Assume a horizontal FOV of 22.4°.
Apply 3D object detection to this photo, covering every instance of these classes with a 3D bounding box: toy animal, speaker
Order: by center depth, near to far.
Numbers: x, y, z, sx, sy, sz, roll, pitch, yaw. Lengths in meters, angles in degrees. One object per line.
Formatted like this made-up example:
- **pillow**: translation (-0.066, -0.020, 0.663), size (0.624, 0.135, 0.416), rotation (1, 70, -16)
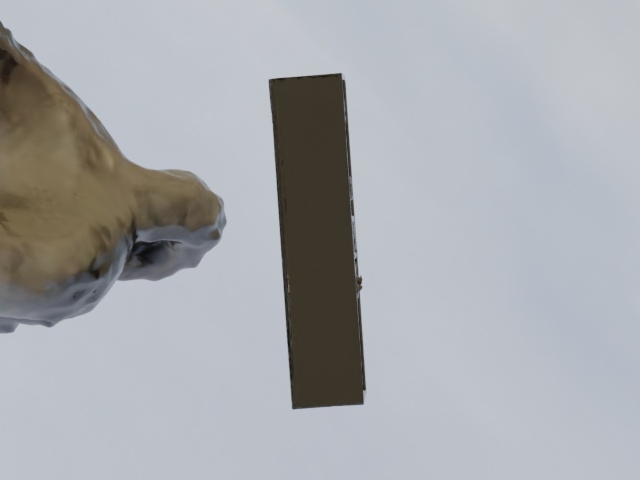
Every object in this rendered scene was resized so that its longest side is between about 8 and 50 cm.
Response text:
- **speaker**: translation (0.000, 0.000, 0.939), size (0.040, 0.046, 0.191), rotation (-44, -49, -86)
- **toy animal**: translation (-0.249, 0.018, 0.988), size (0.302, 0.344, 0.194), rotation (17, -126, -51)
